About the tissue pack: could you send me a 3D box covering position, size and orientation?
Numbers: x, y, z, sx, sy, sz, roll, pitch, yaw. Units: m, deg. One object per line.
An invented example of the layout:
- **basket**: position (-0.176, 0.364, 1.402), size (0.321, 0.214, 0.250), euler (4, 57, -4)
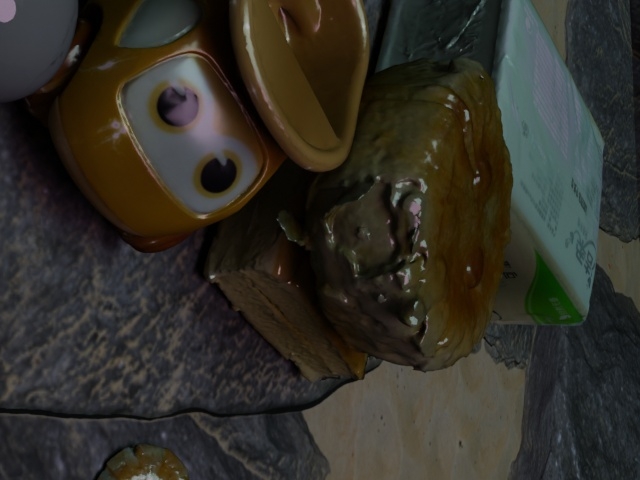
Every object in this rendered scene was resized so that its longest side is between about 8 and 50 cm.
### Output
- **tissue pack**: position (0.233, -0.114, 1.378), size (0.405, 0.205, 0.331), euler (46, 49, -47)

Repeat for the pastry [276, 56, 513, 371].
- **pastry**: position (0.096, -0.019, 0.995), size (0.330, 0.136, 0.329), euler (-21, 113, -61)

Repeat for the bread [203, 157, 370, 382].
- **bread**: position (0.000, 0.000, 1.079), size (0.246, 0.111, 0.239), euler (51, 49, -47)

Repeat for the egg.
- **egg**: position (-0.245, -0.182, 0.668), size (0.198, 0.146, 0.146), euler (61, 39, -27)

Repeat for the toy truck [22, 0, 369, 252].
- **toy truck**: position (-0.096, -0.139, 0.848), size (0.204, 0.212, 0.288), euler (60, 36, -33)

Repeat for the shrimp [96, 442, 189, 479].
- **shrimp**: position (-0.165, 0.261, 0.853), size (0.101, 0.042, 0.190), euler (37, 54, -26)
